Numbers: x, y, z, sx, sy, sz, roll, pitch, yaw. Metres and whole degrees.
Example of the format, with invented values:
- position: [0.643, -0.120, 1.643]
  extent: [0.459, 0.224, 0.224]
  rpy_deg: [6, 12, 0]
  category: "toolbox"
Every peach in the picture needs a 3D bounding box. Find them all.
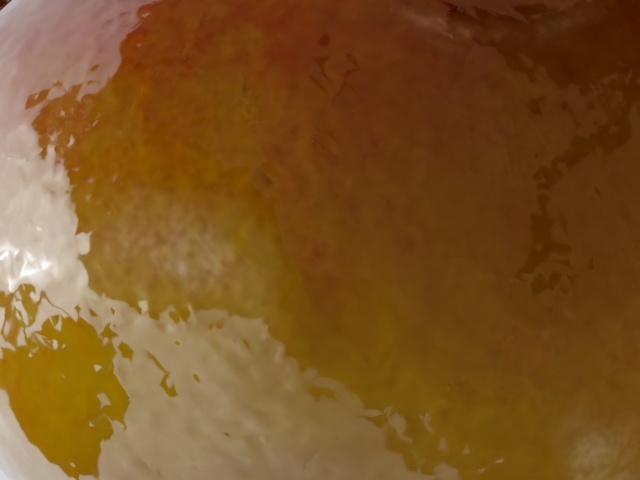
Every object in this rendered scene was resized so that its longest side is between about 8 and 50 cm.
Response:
- position: [0.000, -0.002, 0.572]
  extent: [0.308, 0.289, 0.289]
  rpy_deg: [33, -137, -5]
  category: "peach"

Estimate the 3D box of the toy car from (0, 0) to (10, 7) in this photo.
- position: [-0.178, -0.117, 0.884]
  extent: [0.235, 0.145, 0.235]
  rpy_deg: [3, -141, -3]
  category: "toy car"
